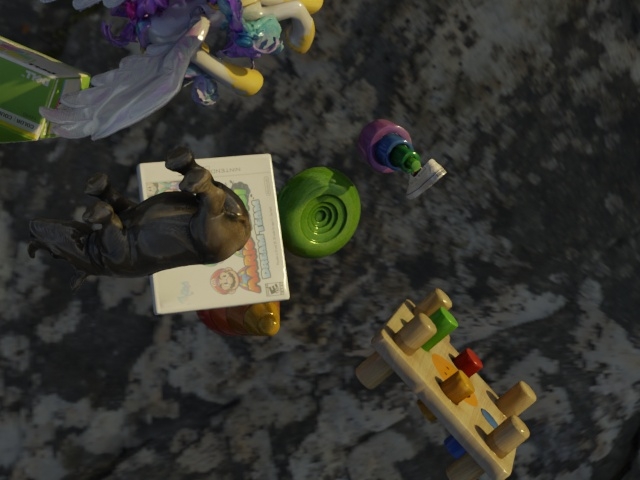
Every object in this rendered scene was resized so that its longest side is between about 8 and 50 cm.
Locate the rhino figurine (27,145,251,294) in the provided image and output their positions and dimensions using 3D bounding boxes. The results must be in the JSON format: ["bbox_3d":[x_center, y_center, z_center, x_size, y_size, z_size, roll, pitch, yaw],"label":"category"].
[{"bbox_3d":[-0.171,-0.007,1.136,0.243,0.106,0.073,-14,43,28],"label":"rhino figurine"}]

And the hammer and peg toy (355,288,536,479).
[{"bbox_3d":[0.198,0.197,1.811,0.127,0.361,0.266,-43,87,14],"label":"hammer and peg toy"}]

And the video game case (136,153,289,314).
[{"bbox_3d":[-0.111,-0.008,1.313,0.143,0.019,0.157,-6,84,-18],"label":"video game case"}]

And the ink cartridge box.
[{"bbox_3d":[-0.443,-0.208,1.675,0.188,0.255,0.097,23,101,6],"label":"ink cartridge box"}]

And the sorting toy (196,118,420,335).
[{"bbox_3d":[0.000,0.000,1.622,0.365,0.127,0.126,-46,32,-3],"label":"sorting toy"}]

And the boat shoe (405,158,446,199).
[{"bbox_3d":[0.141,-0.088,1.779,0.035,0.100,0.035,-37,88,-24],"label":"boat shoe"}]

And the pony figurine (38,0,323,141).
[{"bbox_3d":[-0.182,-0.288,1.632,0.351,0.363,0.303,-22,75,13],"label":"pony figurine"}]
